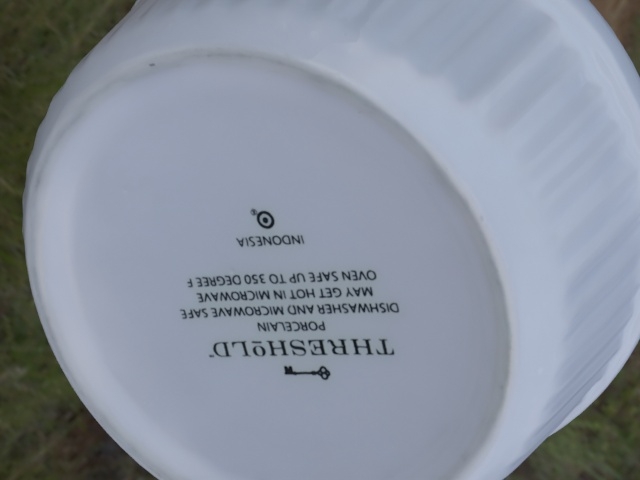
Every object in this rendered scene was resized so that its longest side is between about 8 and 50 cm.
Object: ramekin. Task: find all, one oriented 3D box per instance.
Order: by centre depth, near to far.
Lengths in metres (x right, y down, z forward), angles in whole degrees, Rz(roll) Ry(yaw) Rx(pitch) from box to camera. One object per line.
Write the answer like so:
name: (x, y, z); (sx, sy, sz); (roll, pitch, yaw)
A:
ramekin: (0.000, 0.000, 0.643); (0.127, 0.273, 0.272); (-44, 153, -56)
